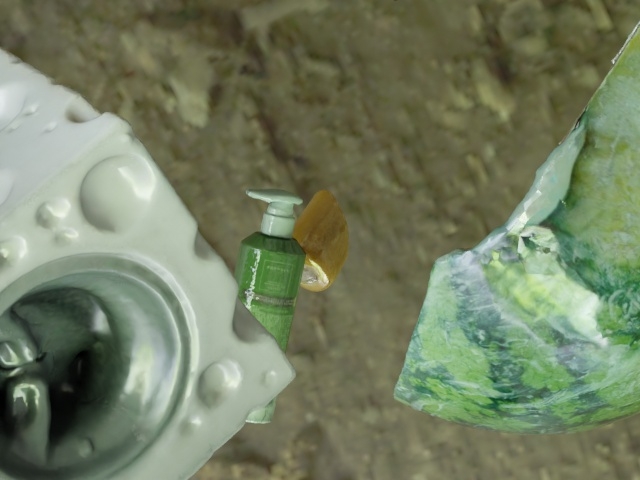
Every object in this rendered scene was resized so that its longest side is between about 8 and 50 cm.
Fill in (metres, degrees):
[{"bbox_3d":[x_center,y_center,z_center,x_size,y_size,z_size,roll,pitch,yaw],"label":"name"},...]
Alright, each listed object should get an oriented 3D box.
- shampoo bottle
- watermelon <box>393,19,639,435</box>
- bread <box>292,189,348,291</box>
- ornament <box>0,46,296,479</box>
[{"bbox_3d":[-0.054,0.055,1.532,0.065,0.065,0.204,5,100,-46],"label":"shampoo bottle"},{"bbox_3d":[0.164,0.010,1.068,0.224,0.305,0.180,30,10,-33],"label":"watermelon"},{"bbox_3d":[0.001,-0.001,1.651,0.062,0.049,0.103,31,45,3],"label":"bread"},{"bbox_3d":[-0.210,0.048,1.134,0.239,0.240,0.240,-42,127,-14],"label":"ornament"}]
